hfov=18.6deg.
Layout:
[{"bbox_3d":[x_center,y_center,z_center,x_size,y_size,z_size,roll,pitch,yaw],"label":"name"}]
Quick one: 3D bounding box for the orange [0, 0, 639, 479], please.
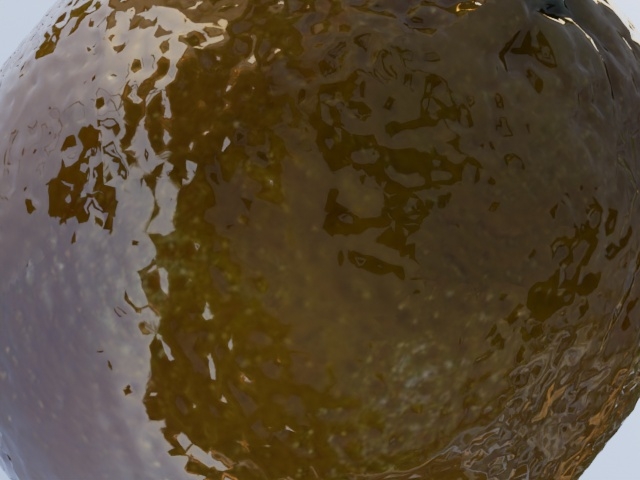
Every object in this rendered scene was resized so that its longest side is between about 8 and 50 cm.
[{"bbox_3d":[0.000,0.000,0.676,0.264,0.264,0.264,20,-117,-45],"label":"orange"}]
